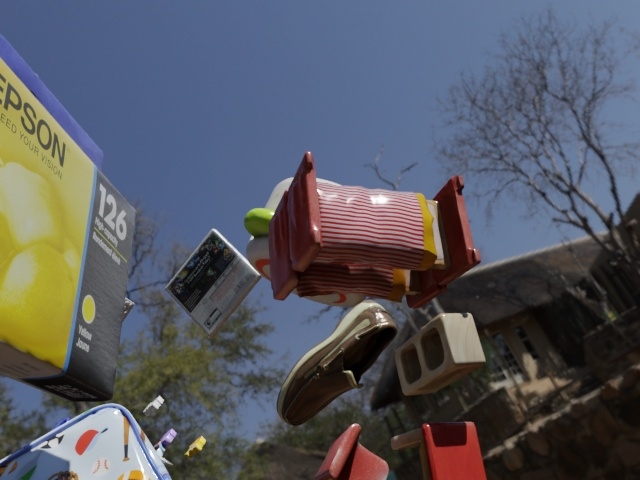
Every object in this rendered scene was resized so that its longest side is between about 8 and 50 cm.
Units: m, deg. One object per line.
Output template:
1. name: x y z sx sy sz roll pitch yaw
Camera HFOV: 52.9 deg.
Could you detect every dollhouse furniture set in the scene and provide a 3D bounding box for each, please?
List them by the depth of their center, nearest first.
1. dollhouse furniture set: 0.070 0.109 0.691 0.201 0.374 0.152 4 -30 -21

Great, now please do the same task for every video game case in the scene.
1. video game case: -0.252 0.098 1.502 0.190 0.173 0.022 -51 -22 7

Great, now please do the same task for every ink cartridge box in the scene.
1. ink cartridge box: -0.260 -0.033 0.593 0.072 0.307 0.303 -3 -25 8

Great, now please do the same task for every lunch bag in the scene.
1. lunch bag: -0.301 0.333 0.723 0.303 0.243 0.115 -27 -42 -24

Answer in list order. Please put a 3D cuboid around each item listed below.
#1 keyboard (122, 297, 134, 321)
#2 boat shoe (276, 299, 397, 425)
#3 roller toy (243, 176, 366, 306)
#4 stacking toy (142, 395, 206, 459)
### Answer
1. keyboard: -0.537 0.236 1.507 0.256 0.072 0.014 -57 11 -4
2. boat shoe: 0.029 0.217 1.081 0.095 0.095 0.257 38 -90 -37
3. roller toy: 0.000 0.000 0.958 0.209 0.191 0.146 74 -143 -66
4. stacking toy: -0.372 0.488 1.507 0.052 0.167 0.221 -40 9 22
